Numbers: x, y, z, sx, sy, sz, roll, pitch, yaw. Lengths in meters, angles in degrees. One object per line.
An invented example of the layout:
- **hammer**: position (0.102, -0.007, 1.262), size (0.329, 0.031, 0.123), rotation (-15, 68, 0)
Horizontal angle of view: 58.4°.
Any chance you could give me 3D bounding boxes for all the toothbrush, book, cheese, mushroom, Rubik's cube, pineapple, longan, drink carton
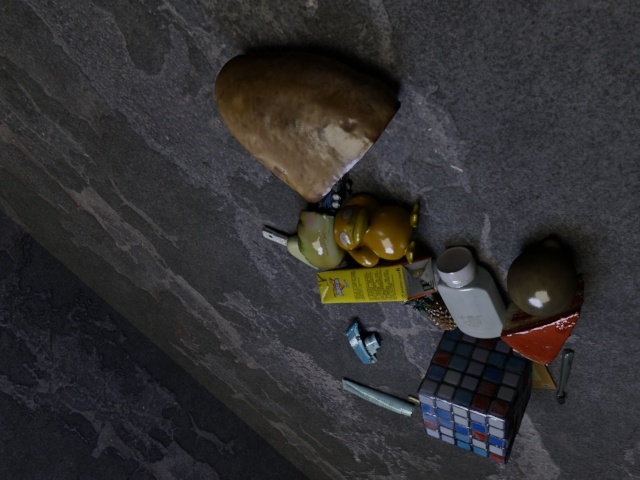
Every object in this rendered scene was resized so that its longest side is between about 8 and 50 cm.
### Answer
- **toothbrush**: position (0.784, 0.441, 1.842), size (0.030, 0.031, 0.297), rotation (-9, 133, 7)
- **book**: position (0.702, 0.439, 1.909), size (0.118, 0.012, 0.172), rotation (-5, 132, 39)
- **cheese**: position (-0.093, 0.014, 1.920), size (0.235, 0.050, 0.127), rotation (23, 152, 21)
- **mushroom**: position (-0.053, -0.319, 1.340), size (0.397, 0.224, 0.313), rotation (37, 146, -8)
- **Rubik's cube**: position (0.508, 0.493, 1.864), size (0.287, 0.292, 0.293), rotation (13, 138, 29)
- **pineapple**: position (0.355, 0.210, 1.813), size (0.221, 0.103, 0.083), rotation (32, 134, -9)
- **longan**: position (0.565, 0.091, 1.461), size (0.159, 0.204, 0.185), rotation (7, -167, -25)
- **drink carton**: position (0.162, 0.123, 1.742), size (0.351, 0.154, 0.111), rotation (-8, 92, 47)

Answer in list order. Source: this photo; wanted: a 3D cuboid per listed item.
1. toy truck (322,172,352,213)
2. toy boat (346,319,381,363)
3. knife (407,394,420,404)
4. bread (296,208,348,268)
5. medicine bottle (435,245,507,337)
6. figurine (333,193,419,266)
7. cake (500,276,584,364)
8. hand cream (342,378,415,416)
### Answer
- **toy truck**: position (0.037, -0.161, 1.604), size (0.088, 0.074, 0.202), rotation (27, 146, 20)
- **toy boat**: position (0.174, 0.378, 2.164), size (0.102, 0.088, 0.215), rotation (-27, 122, 11)
- **knife**: position (0.502, 0.700, 2.363), size (0.297, 0.017, 0.047), rotation (21, 137, 14)
- **bread**: position (-0.005, -0.002, 1.746), size (0.158, 0.156, 0.261), rotation (10, 140, 23)
- **medicine bottle**: position (0.435, 0.155, 1.672), size (0.161, 0.111, 0.296), rotation (0, 137, 42)
- **figurine**: position (0.155, -0.026, 1.595), size (0.228, 0.215, 0.215), rotation (9, 146, -11)
- **cake**: position (0.600, 0.195, 1.564), size (0.159, 0.158, 0.262), rotation (18, 141, 15)
- **hand cream**: position (0.244, 0.685, 2.490), size (0.331, 0.058, 0.085), rotation (14, 143, 21)
